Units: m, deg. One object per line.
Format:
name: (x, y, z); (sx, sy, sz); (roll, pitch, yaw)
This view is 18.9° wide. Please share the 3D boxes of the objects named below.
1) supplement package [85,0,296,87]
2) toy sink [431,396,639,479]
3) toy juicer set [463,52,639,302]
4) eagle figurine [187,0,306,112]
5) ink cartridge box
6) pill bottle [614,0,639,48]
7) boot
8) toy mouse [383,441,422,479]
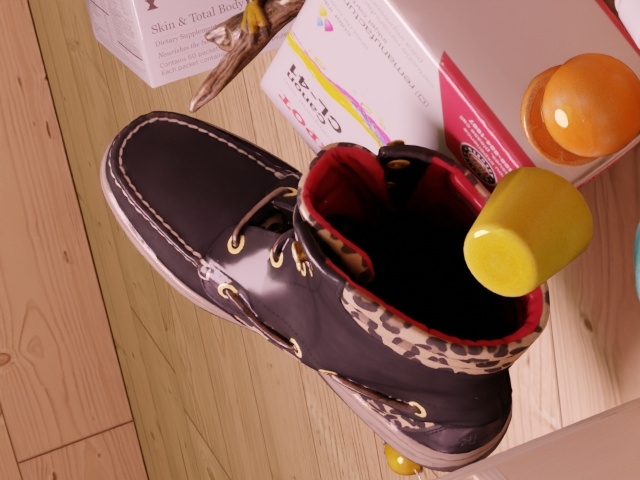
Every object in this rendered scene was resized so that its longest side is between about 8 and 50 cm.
supplement package: (-0.129, -0.318, 1.839); (0.198, 0.199, 0.262); (-139, 33, -60)
toy sink: (0.187, 0.231, 1.359); (0.131, 0.234, 0.152); (-137, 32, -60)
toy juicer set: (0.250, -0.002, 1.106); (0.329, 0.089, 0.209); (28, 134, 19)
eagle figurine: (-0.100, -0.295, 1.537); (0.298, 0.226, 0.225); (49, 144, -18)
ink cartridge box: (0.093, -0.109, 1.371); (0.226, 0.131, 0.306); (51, 162, 3)
pill bottle: (0.175, -0.204, 1.096); (0.112, 0.112, 0.186); (103, 144, -63)
boot: (0.000, 0.000, 1.368); (0.377, 0.138, 0.284); (42, 163, 9)
toy mouse: (0.078, 0.190, 2.066); (0.143, 0.031, 0.161); (87, 158, -46)
